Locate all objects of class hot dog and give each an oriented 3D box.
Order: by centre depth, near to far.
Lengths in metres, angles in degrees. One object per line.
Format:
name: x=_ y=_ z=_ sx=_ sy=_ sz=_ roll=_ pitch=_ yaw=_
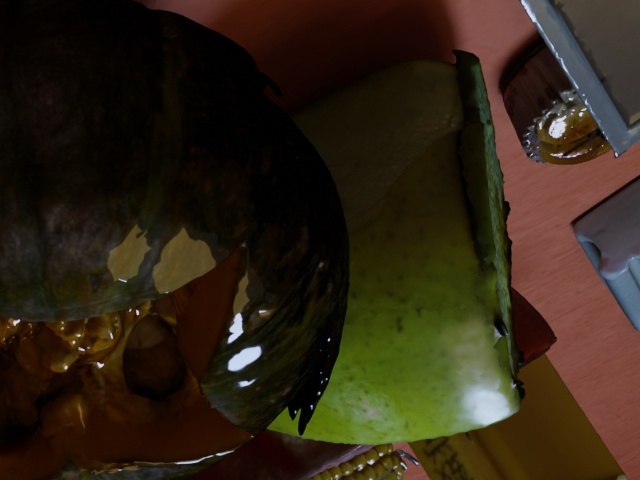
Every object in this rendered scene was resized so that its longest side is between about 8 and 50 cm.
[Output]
hot dog: x=0.252 y=-0.147 z=1.400 sx=0.268 sy=0.075 sz=0.144 roll=-40 pitch=153 yaw=12

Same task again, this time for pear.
pear: x=0.000 y=0.000 z=1.241 sx=0.292 sy=0.292 sz=0.159 roll=-29 pitch=119 yaw=-8

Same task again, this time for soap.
soap: x=0.307 y=0.007 z=1.778 sx=0.119 sy=0.066 sz=0.198 roll=-36 pitch=157 yaw=5

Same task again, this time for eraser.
eraser: x=0.139 y=0.143 z=1.646 sx=0.158 sy=0.226 sz=0.069 roll=-4 pitch=142 yaw=-43

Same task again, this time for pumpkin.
pumpkin: x=-0.139 y=0.011 z=1.020 sx=0.320 sy=0.192 sz=0.320 roll=-6 pitch=142 yaw=-5

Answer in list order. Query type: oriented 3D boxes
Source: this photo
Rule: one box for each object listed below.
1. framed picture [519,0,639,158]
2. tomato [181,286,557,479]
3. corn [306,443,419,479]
framed picture: x=0.269 y=-0.207 z=1.276 sx=0.293 sy=0.018 sz=0.231 roll=-34 pitch=133 yaw=5
tomato: x=-0.004 y=0.098 z=1.442 sx=0.338 sy=0.144 sz=0.338 roll=-29 pitch=174 yaw=-3
corn: x=-0.057 y=0.243 z=1.762 sx=0.310 sy=0.101 sz=0.101 roll=-23 pitch=156 yaw=-7
